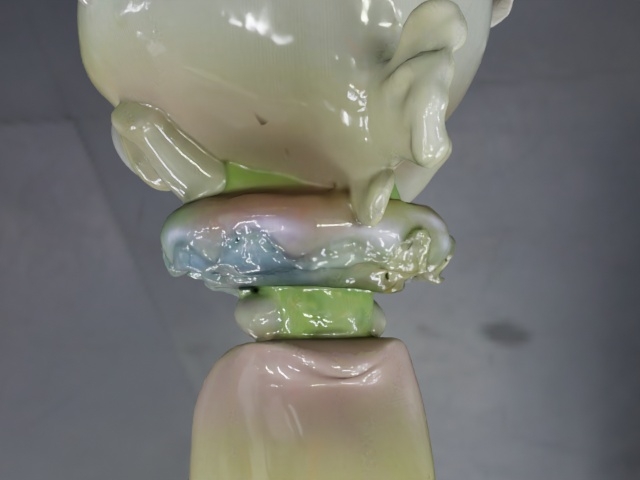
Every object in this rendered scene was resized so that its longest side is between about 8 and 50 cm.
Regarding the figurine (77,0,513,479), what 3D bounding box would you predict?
[{"bbox_3d":[0.000,0.000,0.887,0.227,0.394,0.274,3,170,-19],"label":"figurine"}]
